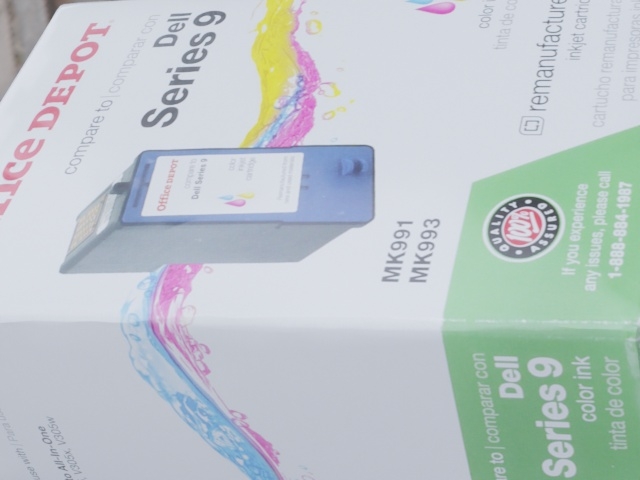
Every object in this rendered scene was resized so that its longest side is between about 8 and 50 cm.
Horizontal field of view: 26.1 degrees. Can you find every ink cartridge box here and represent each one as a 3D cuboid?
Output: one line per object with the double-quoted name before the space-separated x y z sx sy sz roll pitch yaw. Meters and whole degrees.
"ink cartridge box" 0.000 0.000 0.420 0.212 0.093 0.154 -1 43 20
